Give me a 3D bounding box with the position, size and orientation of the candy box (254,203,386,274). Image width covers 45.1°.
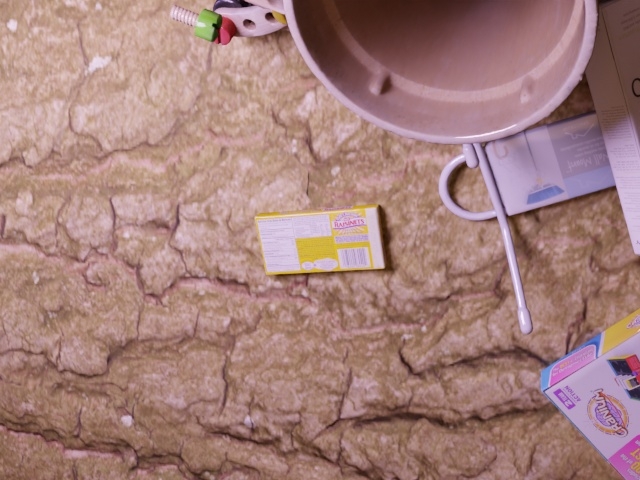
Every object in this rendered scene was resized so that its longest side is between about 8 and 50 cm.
[{"bbox_3d":[0.000,0.000,1.257,0.206,0.027,0.105,-3,108,16],"label":"candy box"}]

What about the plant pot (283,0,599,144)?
[{"bbox_3d":[0.165,-0.336,0.892,0.334,0.305,0.334,16,141,13],"label":"plant pot"}]

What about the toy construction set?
[{"bbox_3d":[-0.031,-0.330,1.000,0.237,0.309,0.257,22,123,1],"label":"toy construction set"}]

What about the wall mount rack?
[{"bbox_3d":[0.347,-0.047,1.086,0.350,0.130,0.304,-16,109,22],"label":"wall mount rack"}]

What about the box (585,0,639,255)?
[{"bbox_3d":[0.453,-0.170,0.971,0.232,0.058,0.322,-28,108,-22],"label":"box"}]

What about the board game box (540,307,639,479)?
[{"bbox_3d":[0.538,0.217,1.173,0.316,0.064,0.242,-40,97,25],"label":"board game box"}]
